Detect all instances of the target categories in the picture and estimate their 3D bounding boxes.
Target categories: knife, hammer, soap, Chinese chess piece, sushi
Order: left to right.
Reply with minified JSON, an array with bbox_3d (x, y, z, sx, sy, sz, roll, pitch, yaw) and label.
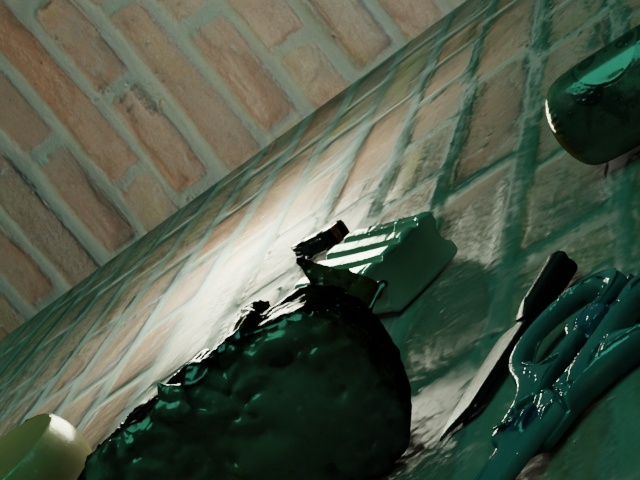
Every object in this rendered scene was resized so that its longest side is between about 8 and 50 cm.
[{"bbox_3d":[-0.427,0.349,1.904,0.273,0.102,0.273,-35,12,9],"label":"Chinese chess piece"},{"bbox_3d":[-0.064,0.161,1.271,0.343,0.196,0.182,-38,18,6],"label":"sushi"},{"bbox_3d":[0.062,0.035,1.677,0.119,0.066,0.198,-42,12,-23],"label":"soap"},{"bbox_3d":[0.163,0.096,1.256,0.230,0.028,0.060,-51,4,-36],"label":"knife"},{"bbox_3d":[0.368,-0.193,1.570,0.202,0.113,0.305,-29,6,28],"label":"hammer"}]

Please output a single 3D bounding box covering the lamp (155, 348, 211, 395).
[{"bbox_3d":[-0.093,0.174,1.519,0.179,0.108,0.246,-40,9,-26],"label":"lamp"}]

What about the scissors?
[{"bbox_3d":[0.161,0.133,1.073,0.393,0.032,0.180,-46,13,-33],"label":"scissors"}]

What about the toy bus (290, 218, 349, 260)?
[{"bbox_3d":[0.000,0.000,2.104,0.043,0.031,0.110,-39,9,-38],"label":"toy bus"}]
